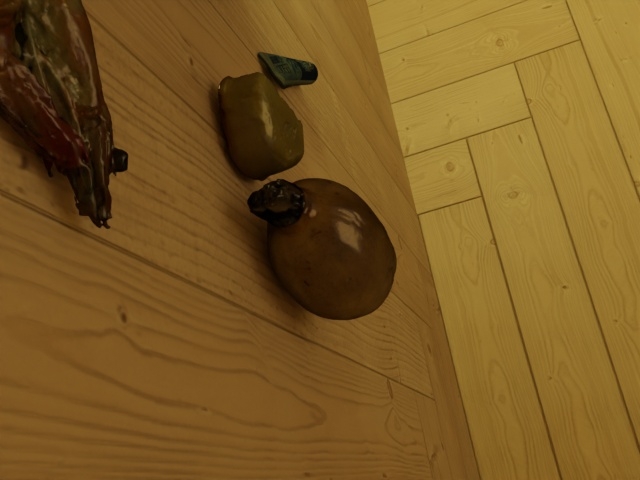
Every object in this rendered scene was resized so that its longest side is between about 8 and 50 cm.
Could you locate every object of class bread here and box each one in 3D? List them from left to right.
[{"bbox_3d":[-0.087,-0.153,0.991,0.156,0.086,0.125,52,33,-46],"label":"bread"}]

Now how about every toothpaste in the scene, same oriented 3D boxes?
[{"bbox_3d":[-0.054,-0.327,1.356,0.268,0.047,0.069,-37,122,-70],"label":"toothpaste"}]

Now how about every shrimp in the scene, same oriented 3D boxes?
[{"bbox_3d":[-0.229,-0.142,0.548,0.294,0.062,0.154,67,29,-13],"label":"shrimp"}]

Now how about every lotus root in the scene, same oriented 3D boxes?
[{"bbox_3d":[0.000,0.000,1.000,0.310,0.183,0.182,47,30,-47],"label":"lotus root"}]
